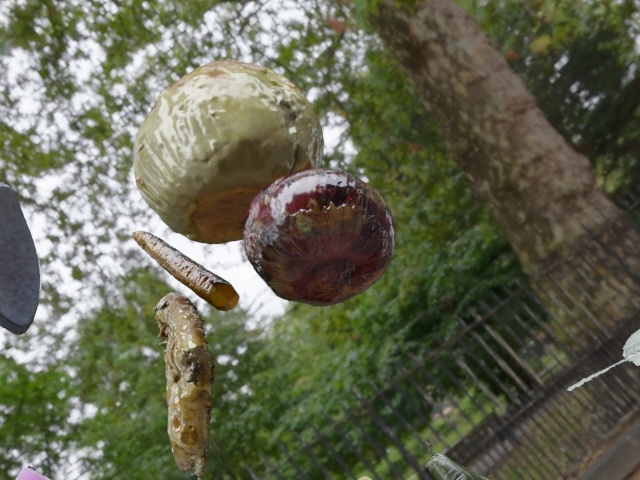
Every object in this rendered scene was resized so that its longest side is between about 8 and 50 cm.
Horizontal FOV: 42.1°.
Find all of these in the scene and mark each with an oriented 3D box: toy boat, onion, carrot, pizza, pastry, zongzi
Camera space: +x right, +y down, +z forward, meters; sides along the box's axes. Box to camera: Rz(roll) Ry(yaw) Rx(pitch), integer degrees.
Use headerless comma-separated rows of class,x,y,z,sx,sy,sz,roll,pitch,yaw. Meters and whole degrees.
toy boat,-0.572,0.034,1.493,0.127,0.282,0.078,-17,3,-34
onion,0.000,0.000,1.289,0.247,0.190,0.246,-7,-39,-6
carrot,-0.306,0.055,1.837,0.066,0.314,0.066,-42,-28,-29
pizza,-0.303,0.256,1.795,0.080,0.392,0.434,-3,-50,-18
pastry,-0.182,-0.184,1.645,0.389,0.312,0.388,-18,-28,-10
zongzi,0.310,0.523,1.929,0.130,0.154,0.062,-10,-44,-46

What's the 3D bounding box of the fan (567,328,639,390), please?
fan,0.678,0.243,1.793,0.329,0.009,0.190,-30,14,12

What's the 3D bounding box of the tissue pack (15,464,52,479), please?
tissue pack,-0.539,0.588,1.719,0.148,0.246,0.092,-62,-5,-24

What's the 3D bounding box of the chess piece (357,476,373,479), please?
chess piece,0.114,0.481,1.499,0.066,0.122,0.066,-45,23,25
